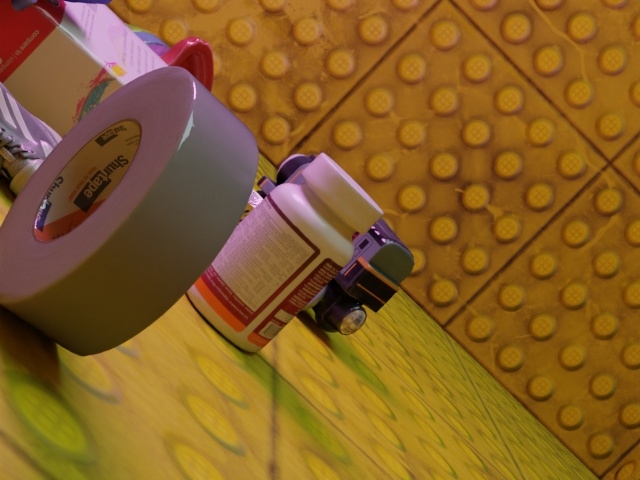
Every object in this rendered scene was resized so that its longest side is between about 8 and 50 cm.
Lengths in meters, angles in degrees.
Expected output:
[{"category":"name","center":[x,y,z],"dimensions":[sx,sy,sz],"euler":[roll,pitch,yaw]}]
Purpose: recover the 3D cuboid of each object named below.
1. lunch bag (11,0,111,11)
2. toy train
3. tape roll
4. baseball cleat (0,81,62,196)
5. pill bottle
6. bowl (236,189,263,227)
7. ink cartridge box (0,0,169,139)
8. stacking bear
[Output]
[{"category":"lunch bag","center":[-0.321,-0.394,1.305],"dimensions":[0.221,0.138,0.293],"euler":[4,77,-49]},{"category":"toy train","center":[0.000,0.000,1.886],"dimensions":[0.142,0.190,0.334],"euler":[39,8,-48]},{"category":"tape roll","center":[-0.149,-0.024,0.895],"dimensions":[0.072,0.219,0.219],"euler":[42,6,-29]},{"category":"baseball cleat","center":[-0.297,-0.096,1.114],"dimensions":[0.206,0.072,0.109],"euler":[32,20,-50]},{"category":"pill bottle","center":[-0.040,0.013,1.371],"dimensions":[0.121,0.221,0.121],"euler":[44,6,-6]},{"category":"bowl","center":[-0.139,-0.048,1.805],"dimensions":[0.170,0.080,0.170],"euler":[44,5,-5]},{"category":"ink cartridge box","center":[-0.289,-0.200,1.477],"dimensions":[0.306,0.131,0.226],"euler":[44,14,-23]},{"category":"stacking bear","center":[-0.310,-0.259,1.768],"dimensions":[0.289,0.175,0.164],"euler":[37,-34,34]}]
